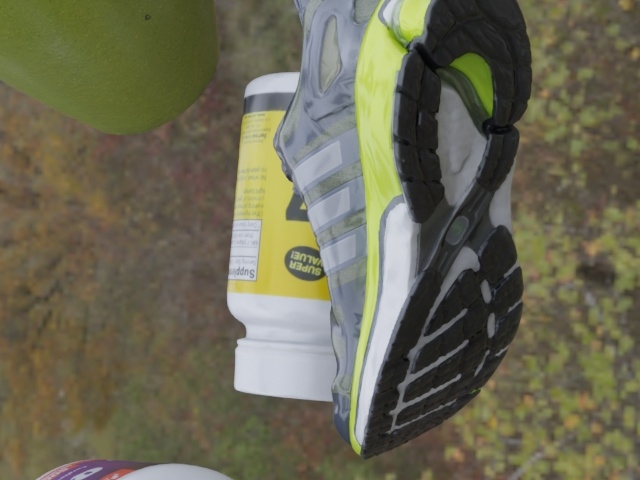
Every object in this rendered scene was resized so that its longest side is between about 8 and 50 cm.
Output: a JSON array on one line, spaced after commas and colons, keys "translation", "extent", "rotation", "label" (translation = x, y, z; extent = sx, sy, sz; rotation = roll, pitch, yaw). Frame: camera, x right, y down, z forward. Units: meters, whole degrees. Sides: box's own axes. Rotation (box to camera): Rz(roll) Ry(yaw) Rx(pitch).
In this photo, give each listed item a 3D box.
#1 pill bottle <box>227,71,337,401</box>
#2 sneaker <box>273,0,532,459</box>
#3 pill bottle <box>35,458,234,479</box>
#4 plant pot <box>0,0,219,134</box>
[{"translation": [0.000, 0.000, 0.959], "extent": [0.119, 0.119, 0.208], "rotation": [174, 101, -72], "label": "pill bottle"}, {"translation": [0.037, -0.015, 0.771], "extent": [0.121, 0.111, 0.300], "rotation": [36, 133, 42], "label": "sneaker"}, {"translation": [-0.140, 0.263, 1.120], "extent": [0.323, 0.181, 0.181], "rotation": [162, 112, -64], "label": "pill bottle"}, {"translation": [-0.199, -0.225, 1.136], "extent": [0.293, 0.275, 0.275], "rotation": [55, -160, -49], "label": "plant pot"}]
